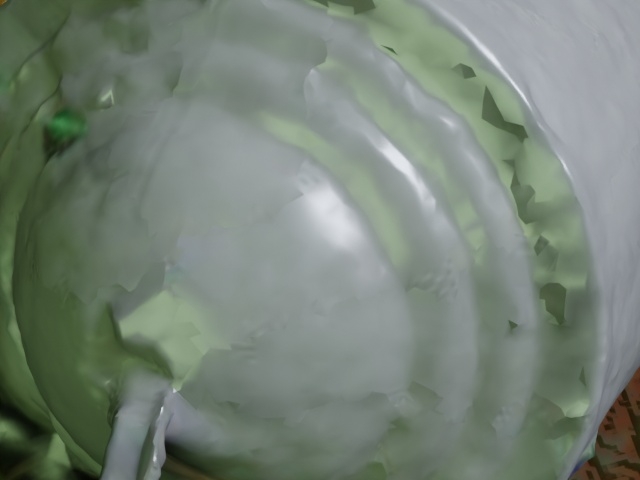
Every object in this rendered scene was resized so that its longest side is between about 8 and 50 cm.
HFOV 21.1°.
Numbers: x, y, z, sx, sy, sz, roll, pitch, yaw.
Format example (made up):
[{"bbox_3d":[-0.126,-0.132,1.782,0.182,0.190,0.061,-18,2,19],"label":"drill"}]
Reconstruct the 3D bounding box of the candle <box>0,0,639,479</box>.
[{"bbox_3d":[0.000,0.000,0.443,0.187,0.330,0.187,8,112,21],"label":"candle"}]

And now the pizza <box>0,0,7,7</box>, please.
[{"bbox_3d":[-0.116,-0.059,0.610,0.161,0.062,0.182,-16,93,28],"label":"pizza"}]
